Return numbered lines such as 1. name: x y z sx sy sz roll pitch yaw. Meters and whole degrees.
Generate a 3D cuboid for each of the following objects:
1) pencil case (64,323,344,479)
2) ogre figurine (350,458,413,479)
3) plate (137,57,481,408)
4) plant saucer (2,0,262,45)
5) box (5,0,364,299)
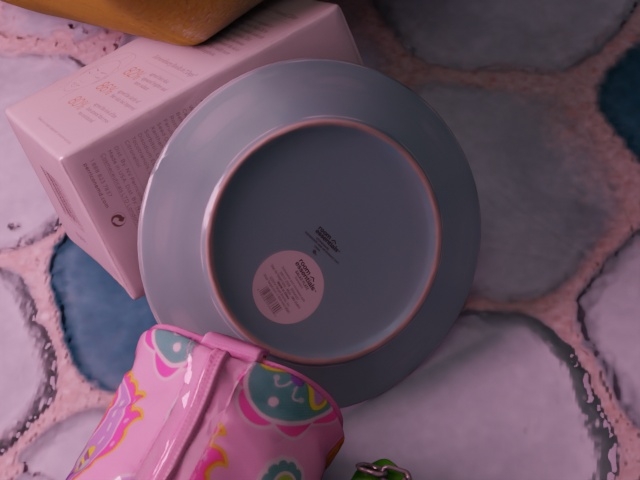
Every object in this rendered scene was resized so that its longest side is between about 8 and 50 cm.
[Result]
1. pencil case: -0.091 0.177 0.664 0.124 0.124 0.284 18 59 17
2. ogre figurine: 0.033 0.201 0.652 0.118 0.097 0.197 10 45 28
3. plate: 0.000 0.000 0.755 0.188 0.188 0.024 -28 15 -12
4. plant saucer: -0.055 -0.224 0.892 0.333 0.081 0.333 -38 29 -18
5. box: -0.069 -0.062 0.811 0.170 0.091 0.130 -30 26 -14
